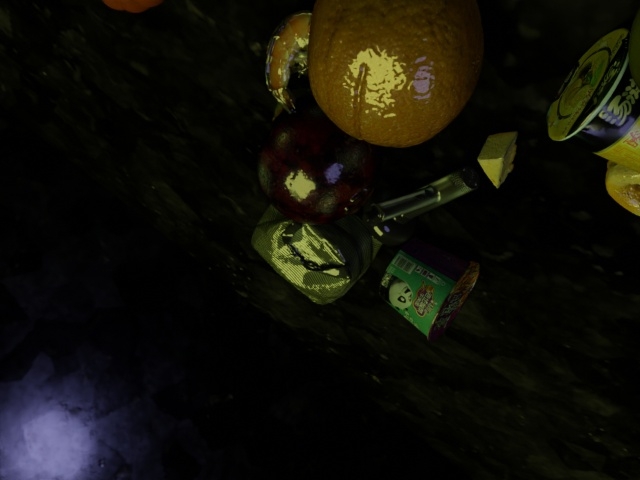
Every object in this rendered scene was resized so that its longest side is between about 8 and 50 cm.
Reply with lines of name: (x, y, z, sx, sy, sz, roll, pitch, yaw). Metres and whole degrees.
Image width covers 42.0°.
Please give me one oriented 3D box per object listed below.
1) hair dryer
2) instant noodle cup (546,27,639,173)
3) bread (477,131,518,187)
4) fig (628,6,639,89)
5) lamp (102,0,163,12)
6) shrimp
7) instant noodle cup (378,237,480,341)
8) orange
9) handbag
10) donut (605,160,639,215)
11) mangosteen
hair dryer: (0.177, -0.097, 1.982, 0.284, 0.156, 0.320, -3, 166, -27)
instant noodle cup: (0.534, -0.207, 1.400, 0.236, 0.216, 0.215, 29, 157, -10)
bread: (0.393, -0.163, 1.766, 0.080, 0.084, 0.109, 4, 143, 50)
fig: (0.534, -0.314, 1.197, 0.203, 0.203, 0.225, -2, 118, 52)
lamp: (-0.410, -0.603, 1.789, 0.223, 0.196, 0.223, 4, 117, 8)
shrimp: (0.012, -0.348, 1.785, 0.290, 0.222, 0.054, 31, -160, -8)
instant noodle cup: (0.286, 0.120, 2.259, 0.190, 0.251, 0.251, 33, 157, 20)
orange: (0.128, -0.345, 1.483, 0.322, 0.322, 0.357, 24, 148, 20)
handbag: (0.000, 0.000, 2.348, 0.340, 0.247, 0.240, 43, 153, -7)
donut: (0.633, -0.102, 1.614, 0.178, 0.065, 0.162, 27, 155, 11)
mangosteen: (-0.025, -0.206, 1.951, 0.359, 0.306, 0.306, 42, 159, 17)
